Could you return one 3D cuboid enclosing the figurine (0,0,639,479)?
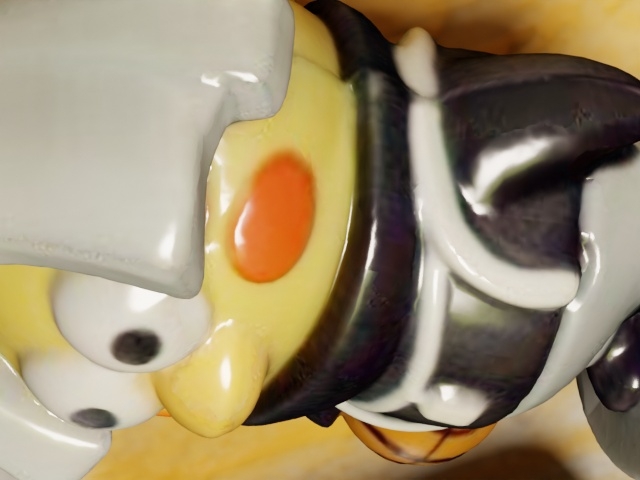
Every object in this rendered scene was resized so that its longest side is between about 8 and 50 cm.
[{"bbox_3d":[0.000,0.000,0.435,0.236,0.133,0.176,11,141,-20],"label":"figurine"}]
